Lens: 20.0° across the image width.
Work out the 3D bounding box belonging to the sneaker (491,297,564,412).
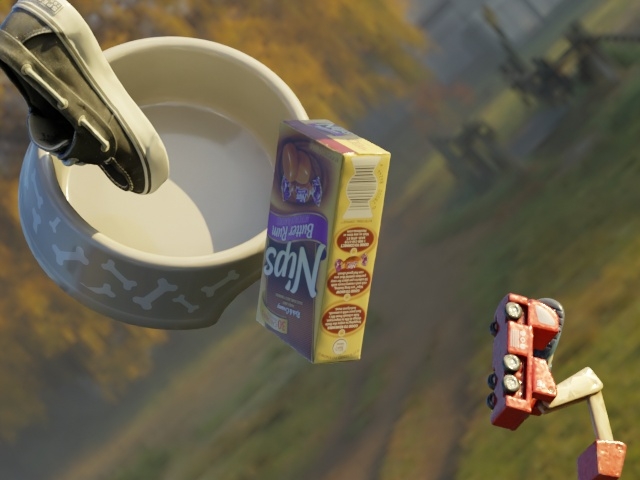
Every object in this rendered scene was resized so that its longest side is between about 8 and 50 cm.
[{"bbox_3d":[0.225,0.131,1.966,0.144,0.053,0.059,-68,-21,2],"label":"sneaker"}]

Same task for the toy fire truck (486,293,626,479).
[{"bbox_3d":[0.239,0.153,1.840,0.047,0.135,0.192,121,159,-53],"label":"toy fire truck"}]

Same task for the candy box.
[{"bbox_3d":[0.000,0.000,1.552,0.053,0.187,0.109,-4,20,-30],"label":"candy box"}]

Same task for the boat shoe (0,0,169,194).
[{"bbox_3d":[-0.249,-0.125,1.841,0.102,0.108,0.301,-51,-32,-18],"label":"boat shoe"}]

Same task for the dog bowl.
[{"bbox_3d":[-0.160,-0.076,2.003,0.349,0.348,0.102,-44,-16,-28],"label":"dog bowl"}]
